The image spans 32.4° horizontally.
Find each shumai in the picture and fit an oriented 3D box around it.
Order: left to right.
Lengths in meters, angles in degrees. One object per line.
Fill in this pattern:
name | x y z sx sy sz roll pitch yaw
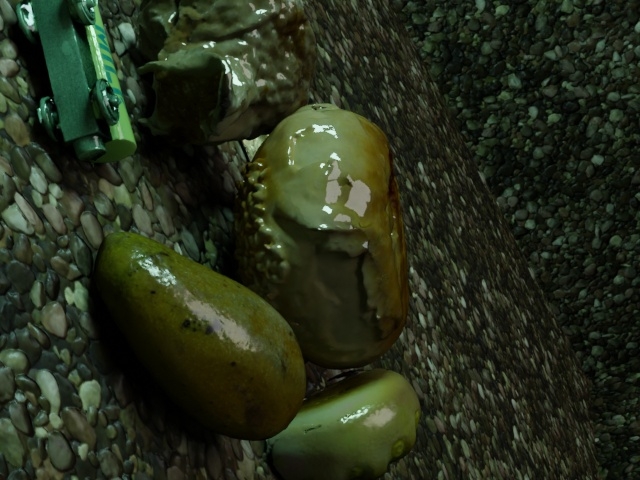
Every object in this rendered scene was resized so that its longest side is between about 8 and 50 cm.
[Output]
shumai | -0.127 -0.229 1.609 0.314 0.267 0.262 42 28 -36

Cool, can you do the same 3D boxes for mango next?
mango | -0.142 0.116 1.357 0.176 0.176 0.329 20 -26 50

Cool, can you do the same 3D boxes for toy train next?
toy train | -0.304 -0.214 1.407 0.157 0.105 0.253 41 31 -76

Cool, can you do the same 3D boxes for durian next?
durian | -0.117 -0.169 1.931 0.066 0.052 0.130 -30 94 -32

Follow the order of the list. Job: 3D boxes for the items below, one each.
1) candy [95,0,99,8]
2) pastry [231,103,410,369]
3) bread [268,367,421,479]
candy | -0.332 -0.387 1.612 0.055 0.049 0.185 20 58 -55
pastry | 0.000 0.000 1.672 0.409 0.244 0.410 -7 90 -80
bread | 0.049 0.288 1.597 0.156 0.260 0.158 7 -66 67
